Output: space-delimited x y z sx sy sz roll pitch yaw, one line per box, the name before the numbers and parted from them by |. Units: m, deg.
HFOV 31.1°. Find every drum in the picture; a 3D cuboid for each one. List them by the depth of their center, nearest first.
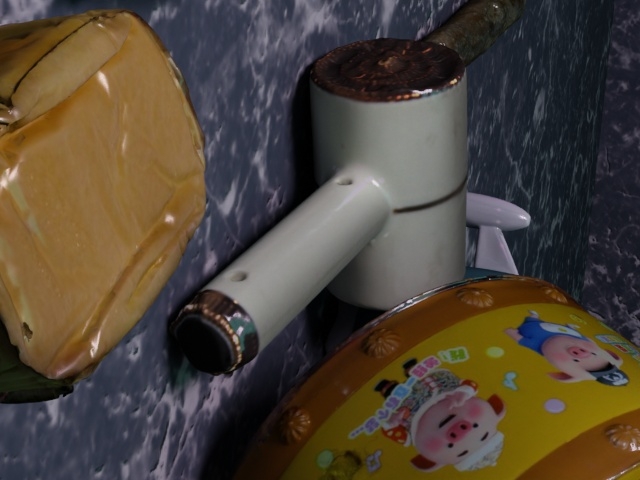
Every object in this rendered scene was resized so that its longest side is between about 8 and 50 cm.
drum | 0.136 0.254 0.882 0.431 0.214 0.431 -19 128 -27

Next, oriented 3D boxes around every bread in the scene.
bread | -0.133 -0.019 0.499 0.190 0.114 0.132 -67 146 -55

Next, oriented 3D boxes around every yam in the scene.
yam | 0.170 -0.236 1.284 0.274 0.061 0.061 -46 139 -56

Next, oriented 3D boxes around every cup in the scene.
cup | 0.102 0.096 1.061 0.167 0.173 0.299 45 58 -66

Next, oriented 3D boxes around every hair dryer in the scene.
hair dryer | 0.000 0.000 0.868 0.362 0.128 0.203 -43 139 -47

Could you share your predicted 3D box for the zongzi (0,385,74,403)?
zongzi | -0.151 0.039 0.575 0.083 0.067 0.073 -76 157 -74
